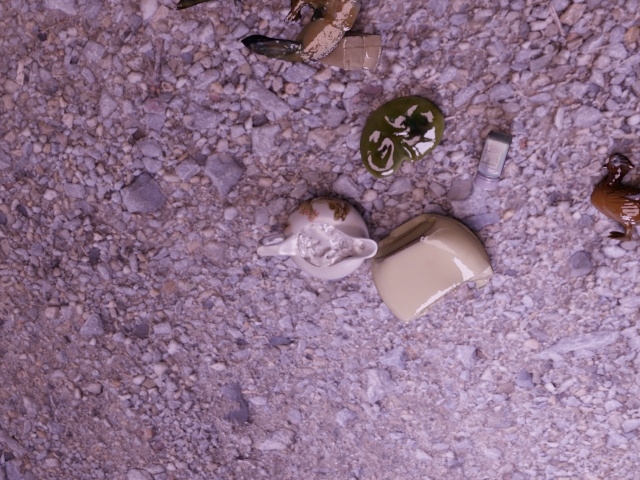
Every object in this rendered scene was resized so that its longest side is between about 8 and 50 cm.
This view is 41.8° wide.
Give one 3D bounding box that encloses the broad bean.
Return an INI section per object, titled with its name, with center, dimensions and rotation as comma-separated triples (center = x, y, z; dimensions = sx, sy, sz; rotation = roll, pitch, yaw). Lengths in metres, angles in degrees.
[broad bean]
center = 0.175, -0.234, 1.862
dimensions = 0.153, 0.072, 0.206
rotation = 44, 106, -5

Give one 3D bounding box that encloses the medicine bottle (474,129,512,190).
[medicine bottle]
center = 0.371, -0.171, 1.809
dimensions = 0.055, 0.074, 0.118
rotation = 17, 117, 11

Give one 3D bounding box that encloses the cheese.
[cheese]
center = 0.251, 0.068, 1.922
dimensions = 0.266, 0.127, 0.233
rotation = -33, 101, 29

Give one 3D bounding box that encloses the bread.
[bread]
center = 0.044, -0.426, 1.844
dimensions = 0.152, 0.105, 0.077
rotation = 30, 123, 41

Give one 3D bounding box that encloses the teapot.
[teapot]
center = 0.000, 0.000, 1.970
dimensions = 0.298, 0.139, 0.204
rotation = -6, 112, 20

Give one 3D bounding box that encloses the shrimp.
[shrimp]
center = -0.116, -0.512, 1.811
dimensions = 0.445, 0.085, 0.272
rotation = -1, 98, 20

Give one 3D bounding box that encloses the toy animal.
[toy animal]
center = 0.662, -0.086, 1.748
dimensions = 0.188, 0.089, 0.179
rotation = 9, 99, 21
